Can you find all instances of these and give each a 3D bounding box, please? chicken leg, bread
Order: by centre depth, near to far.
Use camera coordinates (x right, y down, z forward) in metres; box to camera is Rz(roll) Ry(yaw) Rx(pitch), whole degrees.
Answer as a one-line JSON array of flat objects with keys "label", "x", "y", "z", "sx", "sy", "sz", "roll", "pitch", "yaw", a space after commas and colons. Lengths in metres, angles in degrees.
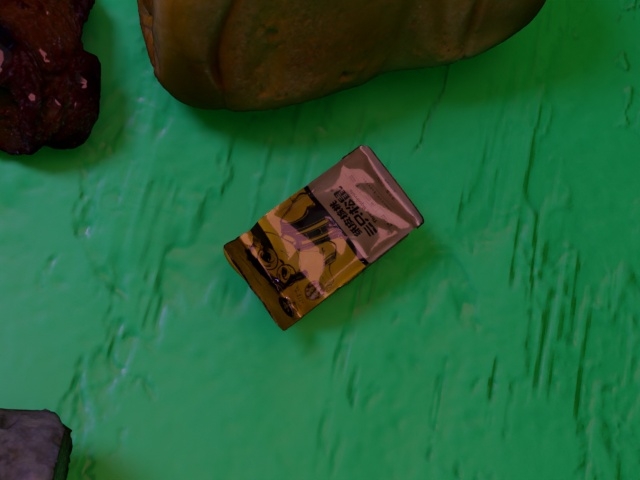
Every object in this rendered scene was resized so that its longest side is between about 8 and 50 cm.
[{"label": "chicken leg", "x": -0.252, "y": -0.193, "z": 0.595, "sx": 0.322, "sy": 0.083, "sz": 0.177, "roll": 43, "pitch": 58, "yaw": -1}, {"label": "bread", "x": 0.022, "y": -0.187, "z": 0.618, "sx": 0.295, "sy": 0.166, "sz": 0.132, "roll": -14, "pitch": 54, "yaw": -17}]

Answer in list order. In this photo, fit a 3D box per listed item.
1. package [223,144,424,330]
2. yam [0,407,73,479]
[{"label": "package", "x": 0.000, "y": 0.000, "z": 0.612, "sx": 0.131, "sy": 0.047, "sz": 0.071, "roll": -38, "pitch": 88, "yaw": -21}, {"label": "yam", "x": -0.233, "y": 0.131, "z": 0.474, "sx": 0.194, "sy": 0.107, "sz": 0.107, "roll": 9, "pitch": 71, "yaw": -11}]
